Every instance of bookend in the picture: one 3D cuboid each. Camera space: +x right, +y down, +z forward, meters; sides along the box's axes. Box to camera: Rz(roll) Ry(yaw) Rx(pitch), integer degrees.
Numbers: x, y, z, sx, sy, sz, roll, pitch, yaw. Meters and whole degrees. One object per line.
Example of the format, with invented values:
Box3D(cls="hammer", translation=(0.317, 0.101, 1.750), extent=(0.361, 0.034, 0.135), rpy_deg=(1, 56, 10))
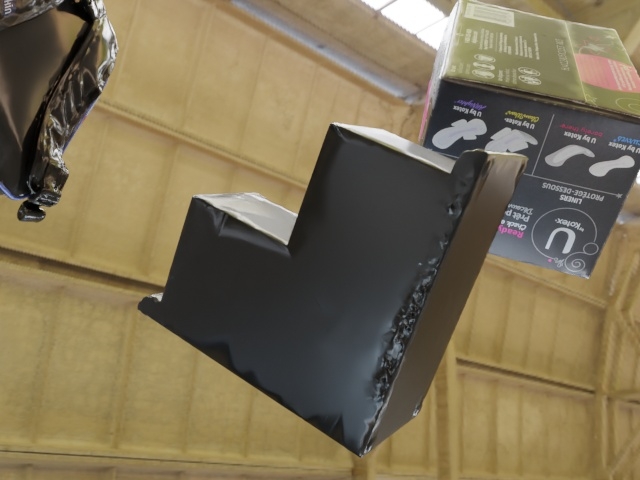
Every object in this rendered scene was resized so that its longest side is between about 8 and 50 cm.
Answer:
Box3D(cls="bookend", translation=(0.000, 0.000, 0.378), extent=(0.072, 0.157, 0.156), rpy_deg=(-9, -58, -60))

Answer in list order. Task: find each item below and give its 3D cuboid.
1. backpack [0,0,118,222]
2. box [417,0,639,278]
Box3D(cls="backpack", translation=(-0.348, -0.202, 0.746), extent=(0.276, 0.213, 0.263), rpy_deg=(80, -151, -44))
Box3D(cls="box", translation=(0.172, -0.102, 0.625), extent=(0.247, 0.163, 0.142), rpy_deg=(-67, -11, -57))
